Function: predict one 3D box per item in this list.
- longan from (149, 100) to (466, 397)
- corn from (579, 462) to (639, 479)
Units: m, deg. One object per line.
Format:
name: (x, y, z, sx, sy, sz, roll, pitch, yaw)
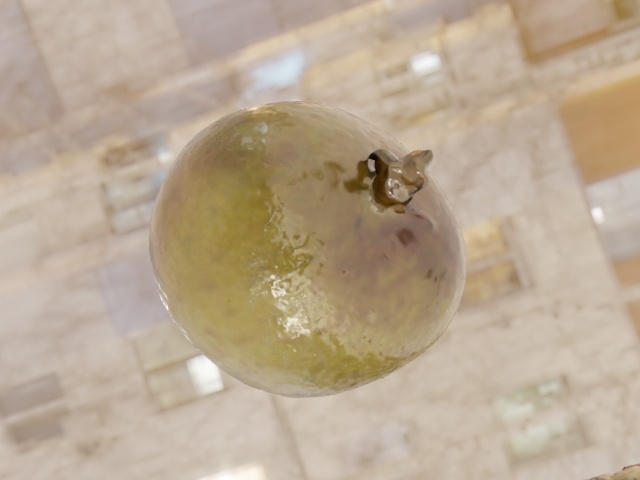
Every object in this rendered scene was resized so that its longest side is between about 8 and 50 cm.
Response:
longan: (0.000, 0.000, 0.951, 0.155, 0.176, 0.145, -6, -106, -45)
corn: (0.098, 0.111, 0.577, 0.092, 0.281, 0.092, -18, -90, -76)
